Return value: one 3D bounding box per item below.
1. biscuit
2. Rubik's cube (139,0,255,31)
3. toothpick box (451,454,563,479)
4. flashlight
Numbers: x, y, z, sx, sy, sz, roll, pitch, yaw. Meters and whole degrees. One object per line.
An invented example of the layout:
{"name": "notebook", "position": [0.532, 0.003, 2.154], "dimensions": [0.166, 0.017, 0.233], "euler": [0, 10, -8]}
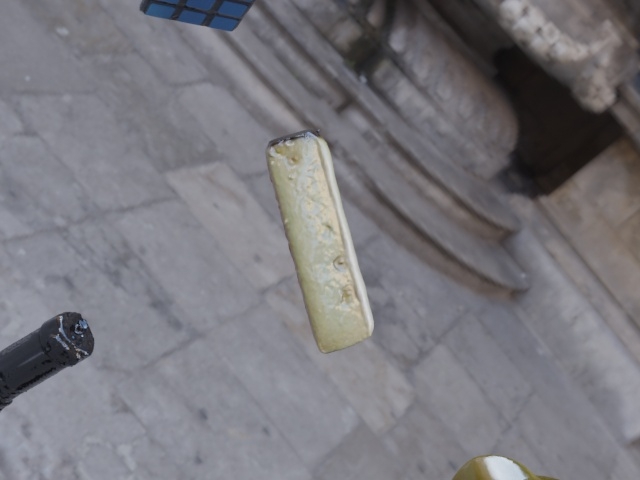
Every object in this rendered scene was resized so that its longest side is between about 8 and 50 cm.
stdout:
{"name": "biscuit", "position": [0.000, 0.000, 0.943], "dimensions": [0.052, 0.056, 0.188], "euler": [-131, -154, -78]}
{"name": "Rubik's cube", "position": [-0.180, -0.434, 1.689], "dimensions": [0.161, 0.162, 0.163], "euler": [7, 75, -21]}
{"name": "toothpick box", "position": [0.385, 0.640, 1.995], "dimensions": [0.425, 0.409, 0.409], "euler": [58, 13, -24]}
{"name": "flashlight", "position": [-0.402, 0.167, 1.464], "dimensions": [0.093, 0.232, 0.093], "euler": [48, 23, -28]}
